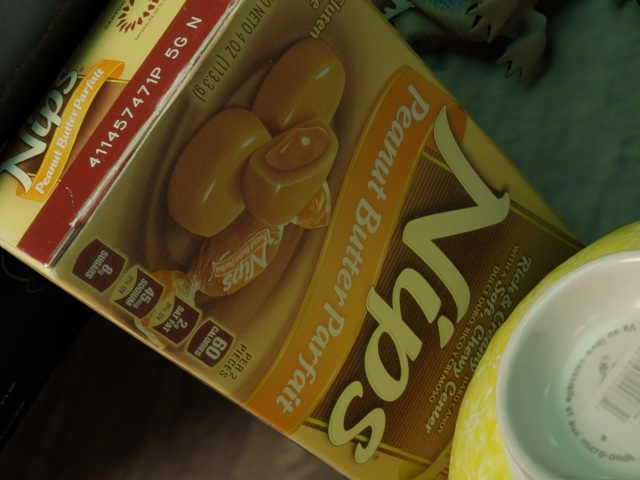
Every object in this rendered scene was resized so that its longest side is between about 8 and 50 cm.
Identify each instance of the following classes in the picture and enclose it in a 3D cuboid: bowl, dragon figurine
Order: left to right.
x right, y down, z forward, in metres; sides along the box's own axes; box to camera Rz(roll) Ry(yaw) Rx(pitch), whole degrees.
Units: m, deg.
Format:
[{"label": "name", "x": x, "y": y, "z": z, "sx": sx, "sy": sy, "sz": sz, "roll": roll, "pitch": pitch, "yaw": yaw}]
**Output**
[{"label": "dragon figurine", "x": 0.128, "y": -0.198, "z": 0.920, "sx": 0.289, "sy": 0.085, "sz": 0.144, "roll": -43, "pitch": 43, "yaw": 9}, {"label": "bowl", "x": 0.165, "y": 0.089, "z": 0.636, "sx": 0.289, "sy": 0.156, "sz": 0.289, "roll": -21, "pitch": 49, "yaw": 26}]

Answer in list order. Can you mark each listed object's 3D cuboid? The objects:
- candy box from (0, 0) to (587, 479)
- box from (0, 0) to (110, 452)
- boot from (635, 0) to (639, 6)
[{"label": "candy box", "x": 0.000, "y": 0.000, "z": 0.714, "sx": 0.087, "sy": 0.316, "sz": 0.183, "roll": 27, "pitch": 80, "yaw": 45}, {"label": "box", "x": -0.283, "y": -0.051, "z": 0.826, "sx": 0.297, "sy": 0.472, "sz": 0.480, "roll": 32, "pitch": 80, "yaw": 2}, {"label": "boot", "x": 0.275, "y": -0.139, "z": 0.761, "sx": 0.176, "sy": 0.088, "sz": 0.244, "roll": -34, "pitch": 41, "yaw": 13}]
